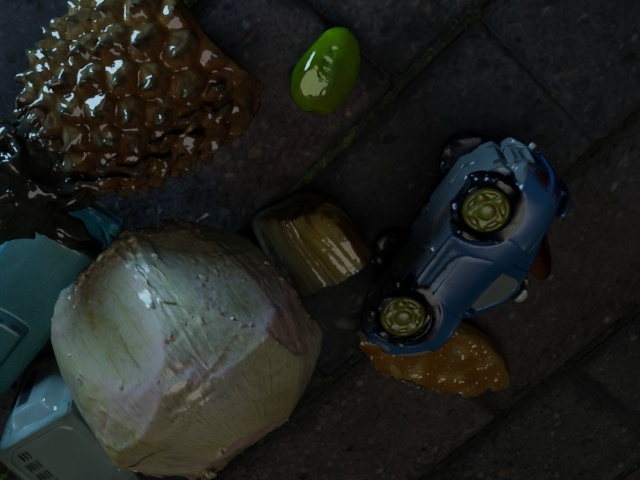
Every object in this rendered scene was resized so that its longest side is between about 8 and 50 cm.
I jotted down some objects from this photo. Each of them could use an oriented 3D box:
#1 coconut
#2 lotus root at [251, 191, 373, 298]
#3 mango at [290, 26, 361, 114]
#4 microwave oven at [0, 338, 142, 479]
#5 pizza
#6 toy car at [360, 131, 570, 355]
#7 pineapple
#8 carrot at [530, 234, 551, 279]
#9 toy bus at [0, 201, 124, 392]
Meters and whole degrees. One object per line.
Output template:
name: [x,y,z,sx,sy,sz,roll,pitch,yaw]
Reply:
coconut: [-0.145,0.135,0.999,0.297,0.254,0.297,-32,155,-17]
lotus root: [-0.003,-0.001,1.086,0.159,0.095,0.135,-10,122,47]
mango: [0.008,-0.197,0.992,0.073,0.056,0.108,18,113,-20]
microwave oven: [-0.312,0.224,1.102,0.122,0.208,0.162,-31,117,11]
pizza: [0.162,0.154,1.195,0.246,0.058,0.127,9,116,-12]
toy car: [0.172,0.019,1.036,0.166,0.198,0.314,32,110,-9]
pineapple: [-0.248,-0.106,0.890,0.357,0.223,0.223,-44,115,-3]
carrot: [0.280,-0.001,1.130,0.048,0.048,0.139,-18,120,4]
toy bus: [-0.368,0.060,1.046,0.128,0.147,0.256,35,109,-19]
